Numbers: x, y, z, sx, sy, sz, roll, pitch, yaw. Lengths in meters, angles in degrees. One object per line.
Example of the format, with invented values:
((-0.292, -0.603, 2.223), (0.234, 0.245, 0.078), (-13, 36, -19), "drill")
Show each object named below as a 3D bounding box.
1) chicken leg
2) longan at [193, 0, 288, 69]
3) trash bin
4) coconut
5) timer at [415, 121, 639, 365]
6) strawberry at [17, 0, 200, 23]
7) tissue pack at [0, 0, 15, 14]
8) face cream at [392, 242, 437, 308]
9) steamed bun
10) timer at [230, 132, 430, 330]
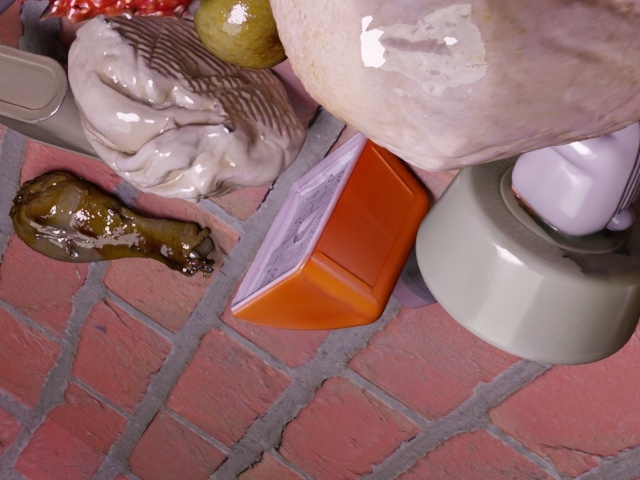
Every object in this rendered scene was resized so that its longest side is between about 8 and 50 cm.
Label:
((-0.366, -0.019, 2.365), (0.429, 0.152, 0.201), (14, 158, 19), "chicken leg")
((-0.077, -0.285, 1.670), (0.176, 0.145, 0.155), (23, -176, 15), "longan")
((-0.415, -0.213, 2.024), (0.243, 0.121, 0.247), (17, 177, 23), "trash bin")
((0.165, -0.261, 1.291), (0.415, 0.415, 0.344), (23, 138, 18), "coconut")
((0.293, -0.061, 1.561), (0.291, 0.291, 0.315), (28, 129, 10), "timer")
((-0.220, -0.422, 1.530), (0.292, 0.292, 0.343), (27, 112, 11), "strawberry")
((-0.520, -0.405, 1.937), (0.159, 0.136, 0.246), (40, 150, -9), "tissue pack")
((0.188, 0.034, 1.945), (0.107, 0.073, 0.269), (47, 148, -13), "face cream")
((-0.197, -0.165, 1.824), (0.320, 0.275, 0.206), (44, 123, 7), "steamed bun")
((0.000, 0.000, 1.904), (0.161, 0.257, 0.250), (42, 148, -27), "timer")
